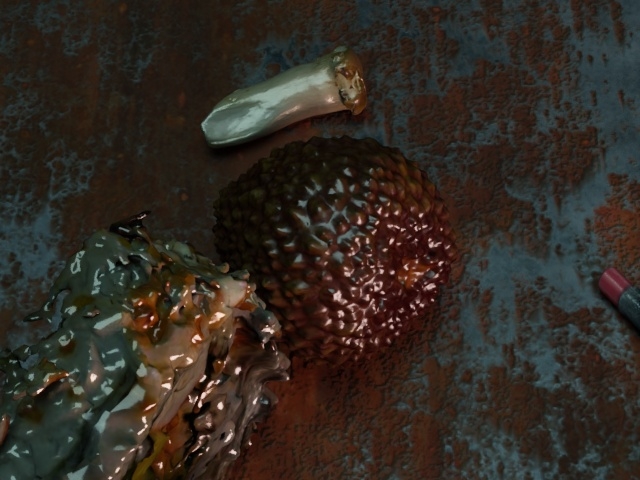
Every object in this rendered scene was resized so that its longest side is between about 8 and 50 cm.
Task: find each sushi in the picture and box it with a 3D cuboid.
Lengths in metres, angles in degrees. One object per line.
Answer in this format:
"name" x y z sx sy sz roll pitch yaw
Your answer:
"sushi" -0.191 0.177 1.251 0.176 0.417 0.417 35 65 13

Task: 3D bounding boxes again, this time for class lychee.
"lychee" 0.000 0.000 1.449 0.271 0.271 0.271 -1 59 1

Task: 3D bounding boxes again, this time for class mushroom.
"mushroom" -0.043 -0.162 1.641 0.209 0.071 0.084 -21 93 -8

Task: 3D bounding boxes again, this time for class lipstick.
"lipstick" 0.379 0.115 1.470 0.053 0.053 0.234 -33 62 -17
